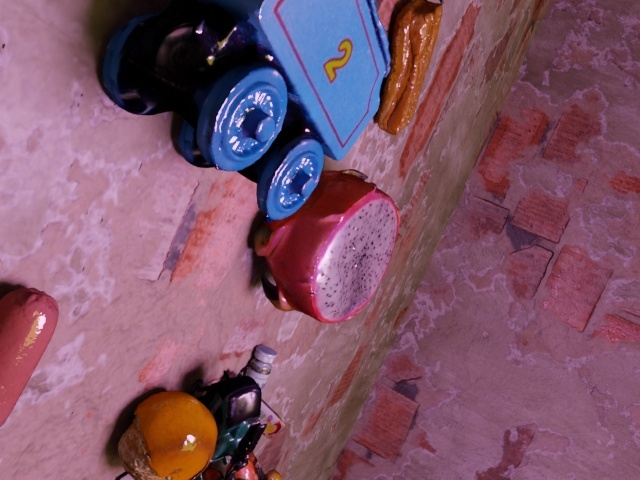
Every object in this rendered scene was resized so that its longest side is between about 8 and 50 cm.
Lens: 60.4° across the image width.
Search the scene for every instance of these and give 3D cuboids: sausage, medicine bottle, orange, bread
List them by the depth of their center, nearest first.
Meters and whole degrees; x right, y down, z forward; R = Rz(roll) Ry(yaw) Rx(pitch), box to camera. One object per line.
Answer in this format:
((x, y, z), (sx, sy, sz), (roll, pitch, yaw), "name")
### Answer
((-0.311, 0.118, 0.538), (0.154, 0.062, 0.062), (-63, 159, -4), "sausage")
((-0.238, 0.308, 0.859), (0.156, 0.134, 0.157), (-10, 126, -14), "orange")
((0.185, -0.365, 1.166), (0.139, 0.077, 0.271), (-51, 157, -42), "bread")
((-0.149, 0.319, 1.180), (0.051, 0.051, 0.191), (1, 111, -68), "medicine bottle")

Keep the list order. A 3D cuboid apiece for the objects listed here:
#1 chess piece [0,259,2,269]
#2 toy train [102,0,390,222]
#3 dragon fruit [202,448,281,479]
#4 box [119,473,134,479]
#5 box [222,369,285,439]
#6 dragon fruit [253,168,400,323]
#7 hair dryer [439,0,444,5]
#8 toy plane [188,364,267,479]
((-0.308, 0.001, 0.457), (0.035, 0.035, 0.092), (-53, 153, -27), "chess piece")
((-0.061, -0.187, 0.598), (0.265, 0.188, 0.300), (-54, 156, -6), "toy train")
((-0.183, 0.611, 1.186), (0.243, 0.227, 0.307), (-53, 154, -40), "dragon fruit")
((-0.329, 0.472, 0.950), (0.109, 0.029, 0.199), (-9, 123, -66), "box")
((-0.141, 0.343, 1.133), (0.050, 0.041, 0.207), (-43, 133, -13), "box")
((0.000, 0.000, 1.009), (0.290, 0.189, 0.291), (-39, 141, -41), "dragon fruit")
((-0.015, -0.310, 0.402), (0.120, 0.360, 0.303), (-40, 159, 20), "hair dryer")
((-0.180, 0.351, 0.981), (0.106, 0.155, 0.382), (-5, 142, -40), "toy plane")
